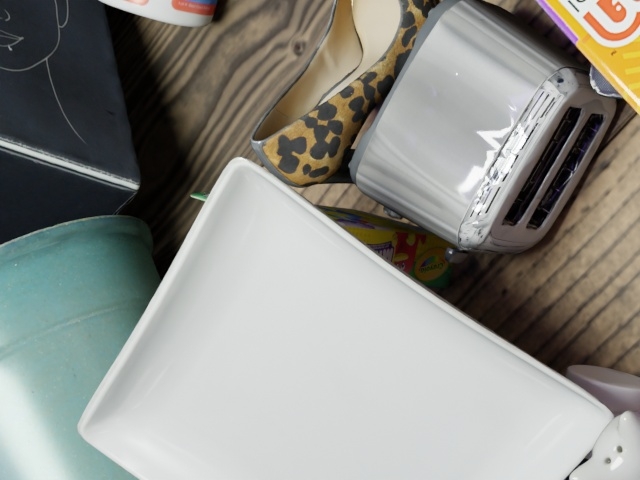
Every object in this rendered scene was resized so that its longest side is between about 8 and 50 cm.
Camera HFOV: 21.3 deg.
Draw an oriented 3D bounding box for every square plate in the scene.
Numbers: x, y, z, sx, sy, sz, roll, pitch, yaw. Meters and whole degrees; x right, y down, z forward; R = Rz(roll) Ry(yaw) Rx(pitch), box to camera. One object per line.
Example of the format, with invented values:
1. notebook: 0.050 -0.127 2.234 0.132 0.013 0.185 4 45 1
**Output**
1. square plate: 0.010 0.139 1.369 0.347 0.049 0.344 35 126 2

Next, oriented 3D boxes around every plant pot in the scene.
1. plant pot: -0.235 0.208 1.606 0.341 0.341 0.334 -39 73 34

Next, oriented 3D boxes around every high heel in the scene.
1. high heel: 0.013 -0.175 1.464 0.093 0.186 0.261 1 90 41

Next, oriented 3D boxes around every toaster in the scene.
1. toaster: 0.139 -0.095 1.395 0.146 0.129 0.227 38 107 31

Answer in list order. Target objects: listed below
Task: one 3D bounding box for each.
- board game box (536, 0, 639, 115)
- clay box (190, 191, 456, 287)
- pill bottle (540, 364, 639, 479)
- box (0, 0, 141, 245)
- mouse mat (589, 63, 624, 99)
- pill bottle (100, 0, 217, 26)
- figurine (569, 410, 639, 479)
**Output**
1. board game box: 0.417 -0.111 0.958 0.356 0.356 0.356 -47 60 18
2. clay box: 0.000 0.000 1.449 0.127 0.222 0.053 16 98 40
3. pill bottle: 0.212 0.188 1.348 0.094 0.094 0.169 19 102 40
4. box: -0.470 -0.214 1.621 0.297 0.480 0.472 -40 49 33
5. mouse mat: 0.291 -0.195 1.298 0.152 0.007 0.190 8 88 21
6. pill bottle: -0.137 -0.327 1.639 0.124 0.124 0.221 27 106 38
7. figurine: 0.241 0.216 1.235 0.215 0.209 0.092 -60 31 22
